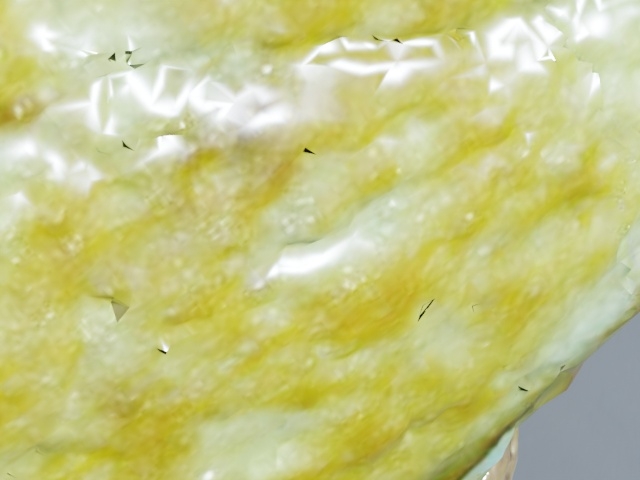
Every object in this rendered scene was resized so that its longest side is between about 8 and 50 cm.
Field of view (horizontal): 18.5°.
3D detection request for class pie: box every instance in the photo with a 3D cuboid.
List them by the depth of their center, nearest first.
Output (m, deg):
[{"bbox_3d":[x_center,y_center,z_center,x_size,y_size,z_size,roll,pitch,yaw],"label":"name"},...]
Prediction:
[{"bbox_3d":[-0.066,-0.081,0.500,0.395,0.418,0.180,-33,39,-7],"label":"pie"}]

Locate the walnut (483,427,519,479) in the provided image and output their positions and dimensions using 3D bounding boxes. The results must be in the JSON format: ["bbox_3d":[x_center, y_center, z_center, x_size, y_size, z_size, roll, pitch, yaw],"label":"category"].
[{"bbox_3d":[0.091,0.165,1.710,0.178,0.178,0.230,0,86,9],"label":"walnut"}]
